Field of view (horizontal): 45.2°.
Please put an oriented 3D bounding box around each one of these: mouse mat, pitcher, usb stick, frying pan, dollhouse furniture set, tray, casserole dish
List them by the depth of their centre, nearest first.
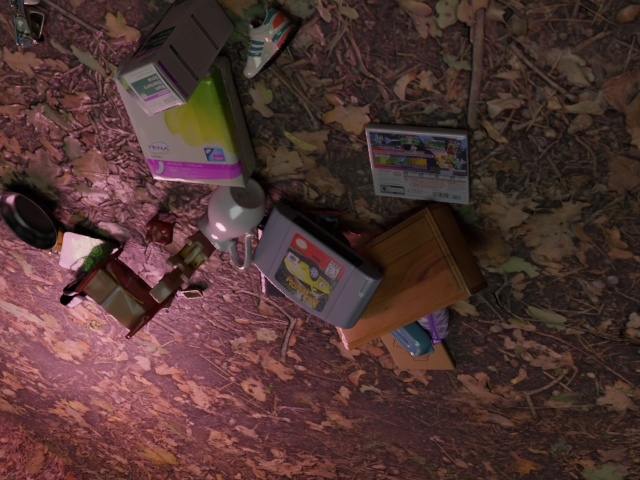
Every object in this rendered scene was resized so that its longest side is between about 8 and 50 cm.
[{"bbox_3d":[0.162,0.092,1.720,0.411,0.076,0.202,-33,80,45],"label":"tray"},{"bbox_3d":[-0.188,-0.039,1.758,0.177,0.125,0.207,55,144,9],"label":"pitcher"},{"bbox_3d":[0.200,0.216,1.888,0.188,0.037,0.114,44,162,19],"label":"casserole dish"},{"bbox_3d":[-0.118,0.046,1.905,0.077,0.045,0.278,14,140,11],"label":"usb stick"},{"bbox_3d":[-0.445,0.065,2.017,0.201,0.152,0.374,45,114,-3],"label":"dollhouse furniture set"},{"bbox_3d":[-0.837,-0.046,2.124,0.326,0.053,0.197,-14,120,40],"label":"frying pan"},{"bbox_3d":[-0.395,0.156,2.133,0.114,0.081,0.091,-7,133,32],"label":"dollhouse furniture set"},{"bbox_3d":[-0.649,0.043,2.154,0.153,0.007,0.189,14,142,-14],"label":"mouse mat"}]

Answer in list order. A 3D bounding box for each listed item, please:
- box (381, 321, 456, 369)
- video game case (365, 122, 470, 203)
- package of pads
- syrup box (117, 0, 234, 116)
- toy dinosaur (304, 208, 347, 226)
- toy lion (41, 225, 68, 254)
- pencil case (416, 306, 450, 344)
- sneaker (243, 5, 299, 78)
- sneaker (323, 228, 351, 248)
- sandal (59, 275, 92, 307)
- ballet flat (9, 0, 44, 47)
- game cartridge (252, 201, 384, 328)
[{"bbox_3d":[0.247,0.273,2.014,0.165,0.021,0.201,-5,134,30],"label":"box"},{"bbox_3d":[0.198,-0.154,1.544,0.201,0.023,0.183,8,139,19],"label":"video game case"},{"bbox_3d":[-0.278,-0.249,1.598,0.229,0.101,0.296,7,138,17],"label":"package of pads"},{"bbox_3d":[-0.254,-0.338,1.374,0.093,0.236,0.096,-11,131,36],"label":"syrup box"},{"bbox_3d":[0.006,-0.060,1.746,0.082,0.047,0.090,33,108,0],"label":"toy dinosaur"},{"bbox_3d":[-0.747,-0.006,2.158,0.100,0.034,0.096,1,130,25],"label":"toy lion"},{"bbox_3d":[0.258,0.151,1.813,0.086,0.088,0.206,-18,134,5],"label":"pencil case"},{"bbox_3d":[-0.108,-0.369,1.425,0.075,0.057,0.161,48,139,-4],"label":"sneaker"},{"bbox_3d":[0.000,0.000,1.800,0.152,0.053,0.061,18,156,10],"label":"sneaker"},{"bbox_3d":[-0.695,0.136,2.227,0.054,0.097,0.255,42,146,-24],"label":"sandal"},{"bbox_3d":[-0.586,-0.468,1.532,0.070,0.070,0.188,19,143,4],"label":"ballet flat"},{"bbox_3d":[-0.016,0.066,1.745,0.294,0.060,0.196,35,132,12],"label":"game cartridge"}]
